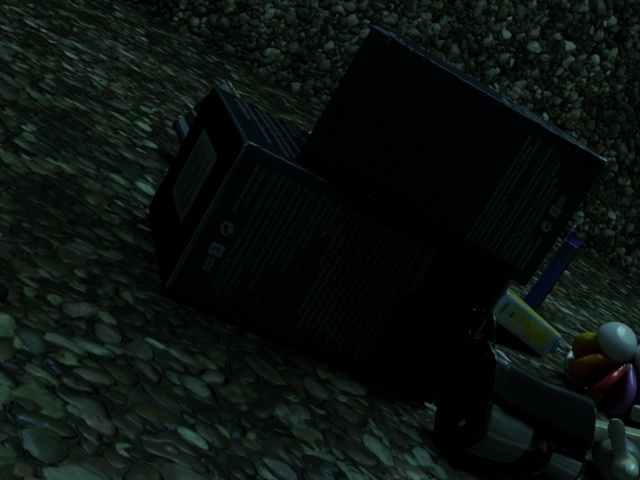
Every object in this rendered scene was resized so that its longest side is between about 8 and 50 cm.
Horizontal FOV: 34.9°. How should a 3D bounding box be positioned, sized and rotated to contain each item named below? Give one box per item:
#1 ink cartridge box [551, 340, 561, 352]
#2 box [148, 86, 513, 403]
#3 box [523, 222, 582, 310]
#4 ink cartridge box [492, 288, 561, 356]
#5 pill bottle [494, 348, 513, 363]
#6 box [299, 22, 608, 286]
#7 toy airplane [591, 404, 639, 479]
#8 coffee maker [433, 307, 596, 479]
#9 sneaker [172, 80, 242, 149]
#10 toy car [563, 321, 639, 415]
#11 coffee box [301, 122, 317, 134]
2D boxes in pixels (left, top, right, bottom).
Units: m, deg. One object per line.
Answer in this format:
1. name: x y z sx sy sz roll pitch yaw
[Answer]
1. ink cartridge box: 0.435 0.186 2.033 0.083 0.028 0.048 30 12 0
2. box: 0.000 0.000 1.354 0.396 0.212 0.293 25 13 -20
3. box: 0.512 0.064 2.227 0.036 0.225 0.136 34 13 14
4. ink cartridge box: 0.277 0.063 1.921 0.307 0.072 0.303 39 6 -45
5. pill bottle: 0.256 0.199 1.496 0.065 0.065 0.116 23 15 -30
6. box: 0.161 -0.128 1.322 0.313 0.179 0.343 31 13 -2
7. toy airplane: 0.567 0.318 1.419 0.386 0.272 0.384 -7 -28 41
8. coffee maker: 0.244 0.198 1.237 0.178 0.171 0.120 25 -3 -28
9. sneaker: -0.151 -0.128 1.816 0.282 0.153 0.099 58 0 -22
10. toy car: 0.524 0.244 1.809 0.182 0.159 0.136 29 48 -4
11. coffee box: 0.028 -0.169 2.067 0.141 0.098 0.246 51 36 5
